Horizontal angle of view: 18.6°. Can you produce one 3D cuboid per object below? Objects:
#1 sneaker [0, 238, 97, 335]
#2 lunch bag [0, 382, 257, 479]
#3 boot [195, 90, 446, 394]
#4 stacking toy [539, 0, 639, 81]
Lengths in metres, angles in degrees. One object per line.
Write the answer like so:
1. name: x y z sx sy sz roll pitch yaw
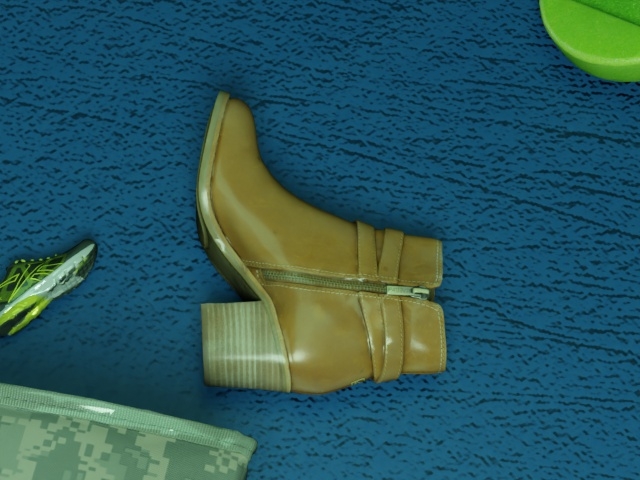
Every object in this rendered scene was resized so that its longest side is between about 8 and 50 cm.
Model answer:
1. sneaker: -0.175 0.022 1.211 0.083 0.031 0.035 -39 72 -20
2. lunch bag: -0.202 0.200 1.047 0.287 0.169 0.235 14 64 -2
3. boot: 0.000 0.000 1.215 0.152 0.073 0.197 -2 76 -4
4. stacking toy: 0.305 -0.201 1.343 0.280 0.130 0.308 -6 58 22
